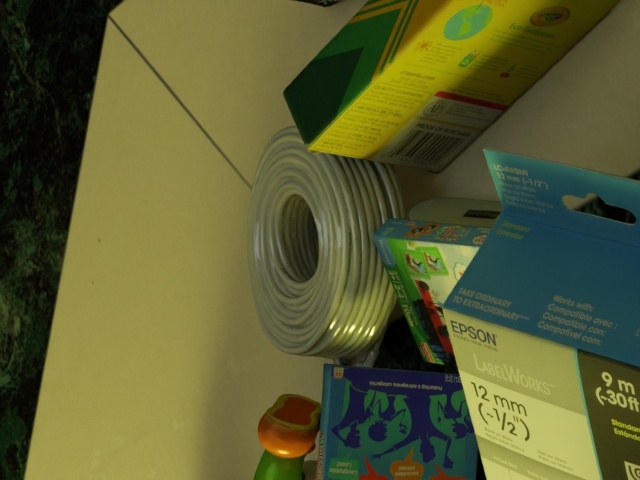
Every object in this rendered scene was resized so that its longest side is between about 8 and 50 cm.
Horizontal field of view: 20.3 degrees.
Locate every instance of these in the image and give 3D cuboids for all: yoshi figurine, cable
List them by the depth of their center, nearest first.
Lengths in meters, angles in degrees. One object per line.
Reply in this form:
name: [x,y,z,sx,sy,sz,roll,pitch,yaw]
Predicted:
yoshi figurine: [-0.030,0.361,1.881,0.203,0.203,0.362,28,109,38]
cable: [0.000,0.000,1.929,0.257,0.089,0.257,59,141,41]

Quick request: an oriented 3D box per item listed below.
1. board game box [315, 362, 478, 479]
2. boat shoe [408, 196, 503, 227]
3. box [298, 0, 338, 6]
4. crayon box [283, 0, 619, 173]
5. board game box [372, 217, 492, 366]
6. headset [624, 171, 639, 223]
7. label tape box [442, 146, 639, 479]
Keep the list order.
board game box: [0.076,0.234,1.805,0.047,0.160,0.210,172,102,-80]
boat shoe: [0.186,0.006,1.785,0.219,0.078,0.070,12,128,43]
box: [0.073,-0.433,1.955,0.293,0.073,0.295,-11,76,45]
crayon box: [0.138,-0.201,1.761,0.318,0.202,0.081,-43,56,33]
board game box: [0.161,0.059,1.759,0.211,0.039,0.160,5,127,46]
headset: [0.382,-0.098,1.568,0.394,0.185,0.243,-41,58,18]
label tape box: [0.236,0.110,1.561,0.249,0.115,0.347,16,134,47]
